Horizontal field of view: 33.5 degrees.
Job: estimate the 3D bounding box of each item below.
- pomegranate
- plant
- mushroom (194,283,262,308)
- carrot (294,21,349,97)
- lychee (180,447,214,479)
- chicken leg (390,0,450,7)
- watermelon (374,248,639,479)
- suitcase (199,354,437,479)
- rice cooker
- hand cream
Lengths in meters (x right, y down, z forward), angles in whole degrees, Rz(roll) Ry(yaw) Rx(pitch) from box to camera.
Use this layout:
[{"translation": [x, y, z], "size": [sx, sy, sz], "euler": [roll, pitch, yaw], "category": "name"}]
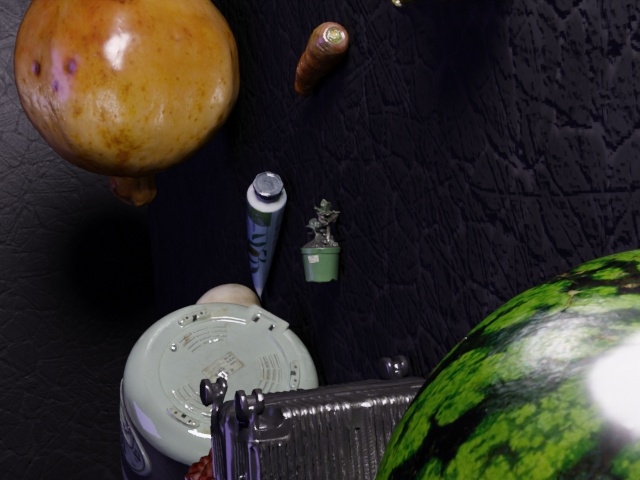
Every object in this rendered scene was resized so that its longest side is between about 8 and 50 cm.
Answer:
[{"translation": [-0.315, -0.253, 1.760], "size": [0.410, 0.410, 0.410], "euler": [175, 90, -74], "category": "pomegranate"}, {"translation": [0.000, 0.000, 1.315], "size": [0.051, 0.051, 0.102], "euler": [-173, 82, -73], "category": "plant"}, {"translation": [-0.153, 0.149, 1.766], "size": [0.154, 0.122, 0.154], "euler": [-35, 34, 29], "category": "mushroom"}, {"translation": [-0.007, -0.212, 1.281], "size": [0.191, 0.047, 0.047], "euler": [143, 121, -72], "category": "carrot"}, {"translation": [-0.044, 0.338, 1.214], "size": [0.300, 0.264, 0.264], "euler": [-144, 50, -63], "category": "lychee"}, {"translation": [0.086, -0.251, 0.883], "size": [0.227, 0.088, 0.103], "euler": [-142, 35, -63], "category": "chicken leg"}, {"translation": [0.158, 0.139, 0.434], "size": [0.285, 0.285, 0.285], "euler": [175, 90, -74], "category": "watermelon"}, {"translation": [0.021, 0.291, 1.013], "size": [0.152, 0.229, 0.335], "euler": [173, 93, -70], "category": "suitcase"}, {"translation": [-0.150, 0.256, 1.512], "size": [0.277, 0.288, 0.288], "euler": [104, 155, -48], "category": "rice cooker"}, {"translation": [-0.088, -0.009, 1.613], "size": [0.271, 0.058, 0.091], "euler": [102, 160, -58], "category": "hand cream"}]
